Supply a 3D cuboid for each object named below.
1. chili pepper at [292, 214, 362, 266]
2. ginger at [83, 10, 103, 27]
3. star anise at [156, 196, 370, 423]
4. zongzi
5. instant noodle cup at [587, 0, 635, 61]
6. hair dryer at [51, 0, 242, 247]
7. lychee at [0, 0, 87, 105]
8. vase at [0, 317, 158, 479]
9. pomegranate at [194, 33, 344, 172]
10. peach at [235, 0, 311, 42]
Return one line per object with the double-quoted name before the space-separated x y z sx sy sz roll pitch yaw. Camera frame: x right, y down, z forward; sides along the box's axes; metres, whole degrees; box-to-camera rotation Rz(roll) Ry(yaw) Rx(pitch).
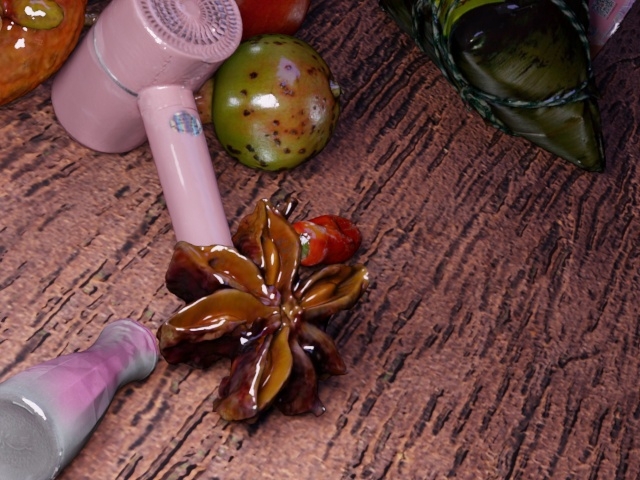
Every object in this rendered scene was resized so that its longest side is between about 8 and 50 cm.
"chili pepper" -0.001 0.000 1.743 0.059 0.050 0.191 35 18 19
"ginger" -0.246 -0.260 1.970 0.097 0.030 0.048 -2 39 -39
"star anise" -0.053 0.078 1.504 0.220 0.126 0.190 -25 69 -41
"zongzi" 0.292 -0.339 2.237 0.319 0.362 0.383 40 14 -43
"instant noodle cup" 0.348 -0.389 2.476 0.231 0.243 0.243 34 29 -1
"hair dryer" -0.157 -0.083 1.657 0.125 0.210 0.352 1 64 -37
"lychee" -0.356 -0.242 1.630 0.255 0.255 0.300 6 -2 -34
"vase" -0.202 0.125 1.354 0.086 0.086 0.214 32 25 8
"pomegranate" -0.075 -0.154 1.844 0.205 0.159 0.159 0 30 6
"peach" -0.120 -0.328 2.013 0.243 0.199 0.243 22 39 -19
